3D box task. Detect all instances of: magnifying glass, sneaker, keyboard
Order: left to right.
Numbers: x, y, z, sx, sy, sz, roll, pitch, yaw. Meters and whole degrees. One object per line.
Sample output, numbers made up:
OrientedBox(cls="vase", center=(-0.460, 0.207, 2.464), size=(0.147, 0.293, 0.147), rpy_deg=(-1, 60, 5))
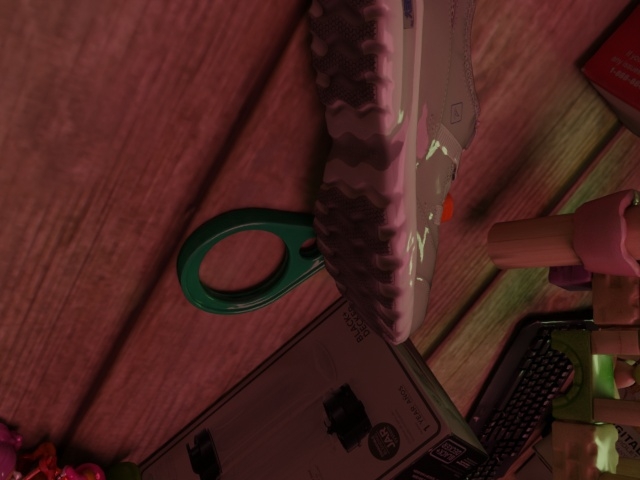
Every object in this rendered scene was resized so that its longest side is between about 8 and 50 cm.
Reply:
OrientedBox(cls="magnifying glass", center=(0.000, 0.000, 0.498), size=(0.231, 0.026, 0.092), rpy_deg=(-15, 132, -13))
OrientedBox(cls="sneaker", center=(0.066, -0.049, 0.420), size=(0.115, 0.105, 0.281), rpy_deg=(-19, 127, -26))
OrientedBox(cls="keyboard", center=(0.286, 0.214, 0.813), size=(0.202, 0.033, 0.317), rpy_deg=(-3, 129, -25))

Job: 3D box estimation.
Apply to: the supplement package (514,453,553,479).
OrientedBox(cls="supplement package", center=(0.485, 0.378, 0.932), size=(0.263, 0.198, 0.199), rpy_deg=(16, 118, -35))

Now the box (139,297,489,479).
OrientedBox(cls="box", center=(-0.021, 0.202, 0.555), size=(0.290, 0.169, 0.087), rpy_deg=(-41, 136, 7))

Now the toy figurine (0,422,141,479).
OrientedBox(cls="toy figurine", center=(-0.246, 0.209, 0.490), size=(0.130, 0.173, 0.159), rpy_deg=(-10, 125, 37))

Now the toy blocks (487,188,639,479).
OrientedBox(cls="toy blocks", center=(0.324, 0.115, 0.502), size=(0.309, 0.260, 0.288), rpy_deg=(13, 75, -41))

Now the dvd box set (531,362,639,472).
OrientedBox(cls="dvd box set", center=(0.519, 0.240, 0.738), size=(0.420, 0.307, 0.062), rpy_deg=(-41, 136, 1))

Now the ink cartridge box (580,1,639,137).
OrientedBox(cls="ink cartridge box", center=(0.378, -0.163, 0.413), size=(0.131, 0.226, 0.306), rpy_deg=(23, 113, -40))
